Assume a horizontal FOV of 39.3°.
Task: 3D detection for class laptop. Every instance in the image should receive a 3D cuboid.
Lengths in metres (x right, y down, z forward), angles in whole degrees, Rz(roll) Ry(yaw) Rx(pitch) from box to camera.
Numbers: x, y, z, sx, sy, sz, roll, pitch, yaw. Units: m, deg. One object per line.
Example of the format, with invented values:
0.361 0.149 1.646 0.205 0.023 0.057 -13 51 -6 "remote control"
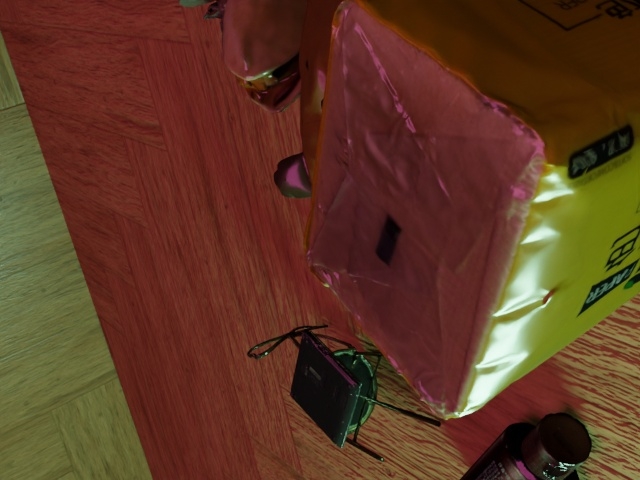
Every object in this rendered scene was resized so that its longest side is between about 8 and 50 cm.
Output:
0.005 0.232 1.393 0.129 0.016 0.180 43 144 28 "laptop"

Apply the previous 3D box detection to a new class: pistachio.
-0.055 -0.271 1.192 0.157 0.157 0.230 110 171 -53 "pistachio"

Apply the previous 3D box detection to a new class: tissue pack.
0.200 -0.082 0.720 0.228 0.381 0.293 43 145 30 "tissue pack"

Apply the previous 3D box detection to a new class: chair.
0.036 0.244 1.513 0.325 0.159 0.170 1 113 55 "chair"

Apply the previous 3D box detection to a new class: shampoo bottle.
0.274 0.339 1.252 0.129 0.084 0.323 49 148 22 "shampoo bottle"

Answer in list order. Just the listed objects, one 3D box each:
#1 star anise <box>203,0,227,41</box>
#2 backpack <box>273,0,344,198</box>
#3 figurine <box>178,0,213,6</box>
-0.129 -0.368 1.389 0.182 0.065 0.195 49 153 36 "star anise"
0.094 -0.153 1.036 0.353 0.201 0.378 -1 111 58 "backpack"
-0.185 -0.510 1.186 0.248 0.203 0.381 137 120 -71 "figurine"
